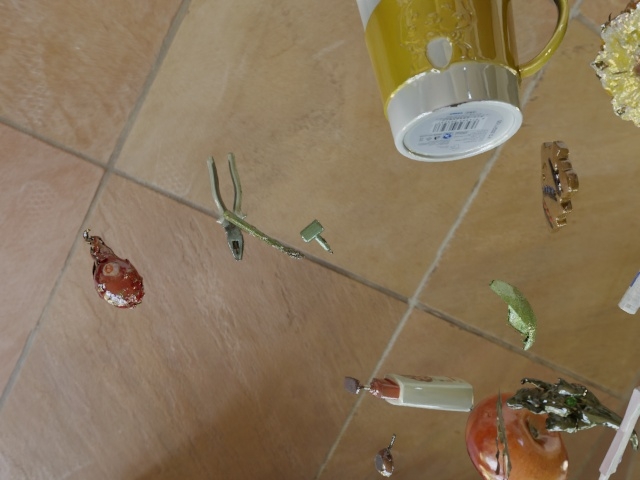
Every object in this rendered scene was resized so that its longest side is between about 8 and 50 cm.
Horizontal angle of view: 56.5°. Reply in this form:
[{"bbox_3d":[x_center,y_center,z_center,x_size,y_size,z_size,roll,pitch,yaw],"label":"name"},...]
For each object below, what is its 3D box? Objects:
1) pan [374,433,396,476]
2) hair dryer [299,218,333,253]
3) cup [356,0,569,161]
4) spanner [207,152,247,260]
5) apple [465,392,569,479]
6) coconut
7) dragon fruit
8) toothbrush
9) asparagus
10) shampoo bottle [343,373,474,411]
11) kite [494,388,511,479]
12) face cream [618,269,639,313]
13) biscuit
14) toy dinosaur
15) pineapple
[{"bbox_3d":[0.160,0.526,1.466,0.023,0.068,0.115,7,105,-27],"label":"pan"},{"bbox_3d":[0.000,0.000,1.910,0.071,0.047,0.150,-38,130,5],"label":"hair dryer"},{"bbox_3d":[0.170,-0.230,0.698,0.241,0.185,0.226,-12,71,20],"label":"cup"},{"bbox_3d":[-0.271,-0.099,1.790,0.095,0.040,0.325,-9,91,3],"label":"spanner"},{"bbox_3d":[0.502,0.526,1.527,0.251,0.272,0.206,22,132,-28],"label":"apple"},{"bbox_3d":[0.386,0.144,1.161,0.055,0.133,0.158,-30,148,9],"label":"coconut"},{"bbox_3d":[-0.429,0.057,1.202,0.094,0.094,0.190,-37,88,-3],"label":"dragon fruit"},{"bbox_3d":[0.296,0.220,0.606,0.014,0.017,0.194,-13,128,-24],"label":"toothbrush"},{"bbox_3d":[-0.133,-0.011,1.365,0.024,0.248,0.025,-61,152,0],"label":"asparagus"},{"bbox_3d":[0.202,0.345,1.384,0.284,0.153,0.071,7,88,-7],"label":"shampoo bottle"},{"bbox_3d":[0.270,0.314,0.876,0.016,0.229,0.127,-12,97,21],"label":"kite"},{"bbox_3d":[0.611,0.076,1.123,0.034,0.034,0.130,15,111,-18],"label":"face cream"},{"bbox_3d":[0.700,-0.147,1.780,0.043,0.278,0.302,-5,118,4],"label":"biscuit"},{"bbox_3d":[0.415,0.271,0.981,0.179,0.187,0.087,17,89,-36],"label":"toy dinosaur"},{"bbox_3d":[0.438,-0.217,0.742,0.047,0.221,0.221,-37,112,-17],"label":"pineapple"}]
